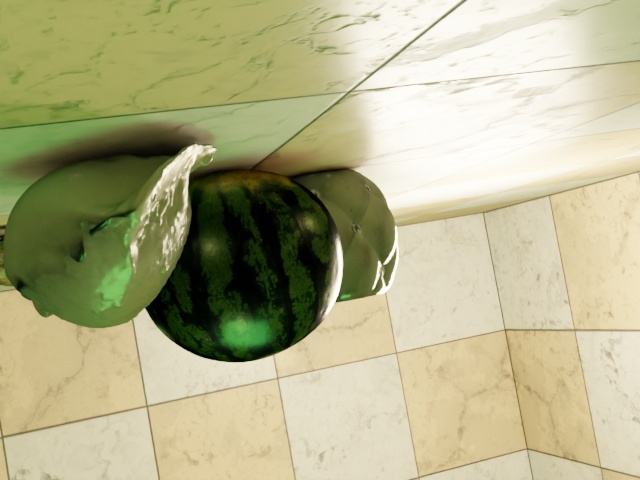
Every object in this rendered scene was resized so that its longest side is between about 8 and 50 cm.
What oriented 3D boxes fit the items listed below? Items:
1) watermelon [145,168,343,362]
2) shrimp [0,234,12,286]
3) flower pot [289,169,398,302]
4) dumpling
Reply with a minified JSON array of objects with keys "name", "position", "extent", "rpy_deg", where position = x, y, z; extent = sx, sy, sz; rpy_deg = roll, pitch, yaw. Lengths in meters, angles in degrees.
[{"name":"watermelon","position":[-0.104,0.031,1.082],"extent":[0.268,0.269,0.269],"rpy_deg":[-10,177,0]},{"name":"shrimp","position":[-0.409,0.011,1.378],"extent":[0.444,0.085,0.272],"rpy_deg":[-6,170,-25]},{"name":"flower pot","position":[0.000,0.000,1.299],"extent":[0.245,0.195,0.246],"rpy_deg":[-9,178,0]},{"name":"dumpling","position":[-0.190,-0.017,0.847],"extent":[0.243,0.175,0.227],"rpy_deg":[4,-144,34]}]
